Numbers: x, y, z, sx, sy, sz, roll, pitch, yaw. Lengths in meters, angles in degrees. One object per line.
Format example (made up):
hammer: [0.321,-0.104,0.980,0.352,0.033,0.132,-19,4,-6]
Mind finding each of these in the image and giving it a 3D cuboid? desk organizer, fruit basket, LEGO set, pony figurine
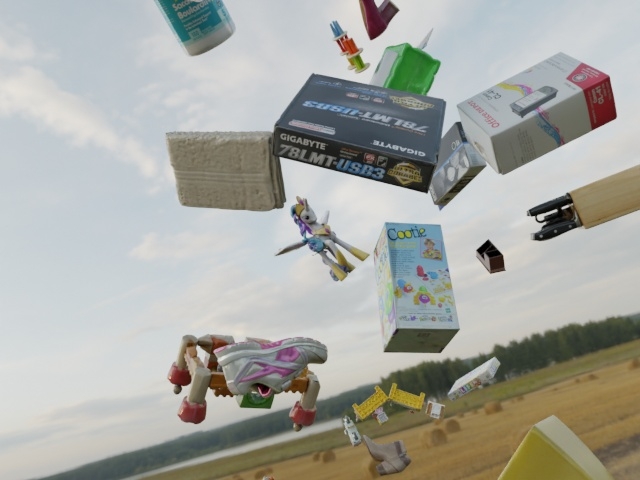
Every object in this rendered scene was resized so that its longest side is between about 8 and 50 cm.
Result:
desk organizer: [0.492,0.045,1.658,0.047,0.050,0.130,-13,22,1]
fruit basket: [0.171,-0.379,1.556,0.165,0.327,0.353,26,-7,-16]
LEGO set: [0.198,0.481,1.606,0.287,0.132,0.107,-13,-32,-9]
pony figurine: [0.000,0.000,2.333,0.303,0.363,0.351,-43,-4,-23]

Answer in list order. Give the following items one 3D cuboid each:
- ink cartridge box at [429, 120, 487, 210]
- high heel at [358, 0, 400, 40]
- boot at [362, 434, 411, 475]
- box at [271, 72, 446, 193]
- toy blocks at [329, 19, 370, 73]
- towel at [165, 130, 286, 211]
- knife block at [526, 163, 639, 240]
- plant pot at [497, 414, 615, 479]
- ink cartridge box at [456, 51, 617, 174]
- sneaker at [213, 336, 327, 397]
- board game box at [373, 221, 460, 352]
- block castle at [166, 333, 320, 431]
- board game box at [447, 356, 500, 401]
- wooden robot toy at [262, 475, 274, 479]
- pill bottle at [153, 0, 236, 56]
ink cartridge box: [0.414,-0.231,1.863,0.065,0.165,0.332,-8,-21,-17]
high heel: [0.096,-0.660,1.563,0.244,0.082,0.117,28,-59,-31]
boot: [0.164,0.512,1.391,0.087,0.118,0.042,-28,-32,-3]
box: [0.086,-0.221,1.107,0.296,0.293,0.073,14,-55,7]
toy blocks: [0.080,-0.572,1.673,0.054,0.123,0.148,-34,-61,0]
towel: [-0.216,-0.160,1.305,0.282,0.187,0.049,5,30,19]
knife block: [0.576,-0.077,1.192,0.242,0.088,0.276,-20,-4,-29]
plant pot: [0.534,0.551,1.292,0.212,0.187,0.212,13,-72,-55]
ink cartridge box: [0.534,-0.324,1.434,0.306,0.226,0.131,-26,-55,4]
sneaker: [-0.094,0.261,1.165,0.252,0.111,0.103,1,-16,-32]
board game box: [0.217,0.110,1.344,0.144,0.275,0.142,3,-33,-7]
block castle: [-0.253,0.474,1.866,0.453,0.212,0.303,10,14,-27]
board game box: [0.458,0.414,1.704,0.154,0.026,0.103,-43,-10,29]
wooden robot toy: [-0.131,0.648,1.477,0.076,0.079,0.173,25,2,5]
pill bottle: [-0.323,-0.586,1.355,0.146,0.146,0.264,-21,-59,15]
